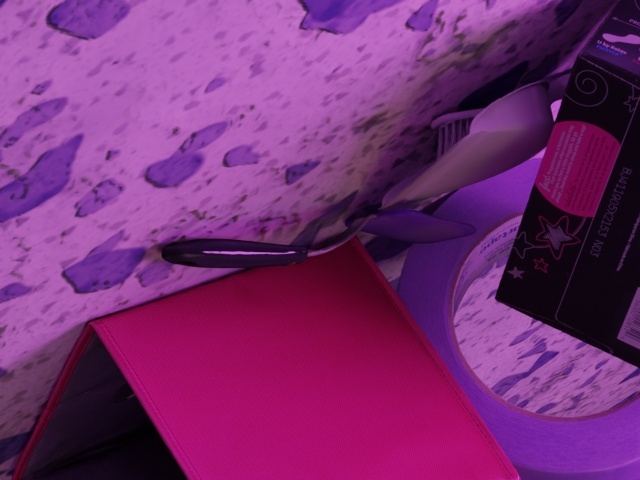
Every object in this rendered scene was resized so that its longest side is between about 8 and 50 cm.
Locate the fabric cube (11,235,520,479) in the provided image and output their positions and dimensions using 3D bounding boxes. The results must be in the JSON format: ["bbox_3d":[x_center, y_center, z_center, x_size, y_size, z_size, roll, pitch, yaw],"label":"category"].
[{"bbox_3d":[-0.053,0.190,1.549,0.258,0.254,0.259,-20,156,-37],"label":"fabric cube"}]

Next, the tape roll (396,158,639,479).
[{"bbox_3d":[0.200,0.073,1.624,0.274,0.275,0.090,-30,161,-8],"label":"tape roll"}]

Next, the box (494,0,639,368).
[{"bbox_3d":[0.256,-0.046,1.468,0.142,0.163,0.247,-52,162,-46],"label":"box"}]

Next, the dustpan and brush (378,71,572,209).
[{"bbox_3d":[0.150,-0.093,1.505,0.211,0.060,0.147,-13,165,-31],"label":"dustpan and brush"}]

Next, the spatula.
[{"bbox_3d":[0.000,0.000,1.481,0.296,0.030,0.084,-8,178,-43],"label":"spatula"}]
